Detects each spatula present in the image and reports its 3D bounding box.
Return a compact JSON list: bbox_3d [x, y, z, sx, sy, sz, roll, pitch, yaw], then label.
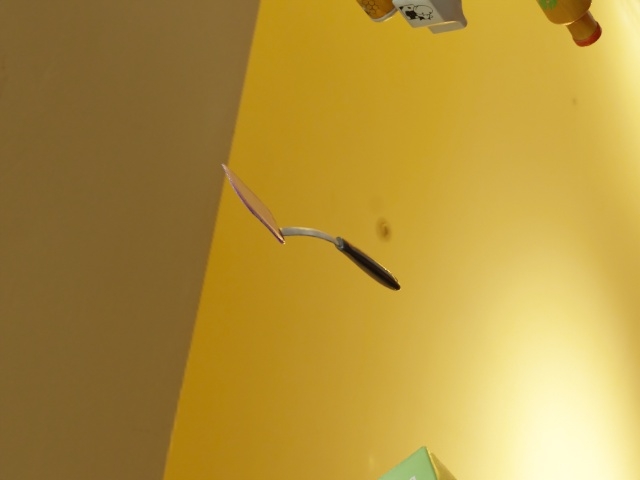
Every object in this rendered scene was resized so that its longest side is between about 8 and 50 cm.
[{"bbox_3d":[0.000,0.000,0.870,0.296,0.030,0.084,28,-160,-34],"label":"spatula"}]

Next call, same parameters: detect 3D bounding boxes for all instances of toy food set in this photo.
[{"bbox_3d":[0.149,-0.236,0.682,0.104,0.232,0.111,40,-112,-36],"label":"toy food set"}]

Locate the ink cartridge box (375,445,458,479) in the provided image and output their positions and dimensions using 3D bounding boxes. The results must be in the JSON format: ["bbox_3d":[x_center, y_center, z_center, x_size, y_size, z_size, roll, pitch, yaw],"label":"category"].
[{"bbox_3d":[0.141,0.382,0.644,0.207,0.119,0.353,49,-170,-19],"label":"ink cartridge box"}]
